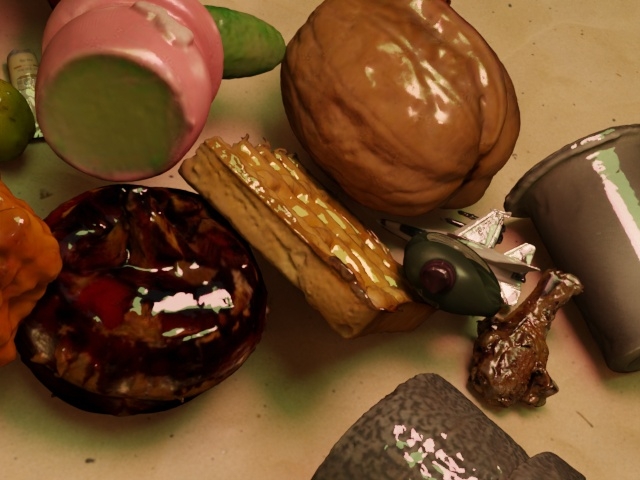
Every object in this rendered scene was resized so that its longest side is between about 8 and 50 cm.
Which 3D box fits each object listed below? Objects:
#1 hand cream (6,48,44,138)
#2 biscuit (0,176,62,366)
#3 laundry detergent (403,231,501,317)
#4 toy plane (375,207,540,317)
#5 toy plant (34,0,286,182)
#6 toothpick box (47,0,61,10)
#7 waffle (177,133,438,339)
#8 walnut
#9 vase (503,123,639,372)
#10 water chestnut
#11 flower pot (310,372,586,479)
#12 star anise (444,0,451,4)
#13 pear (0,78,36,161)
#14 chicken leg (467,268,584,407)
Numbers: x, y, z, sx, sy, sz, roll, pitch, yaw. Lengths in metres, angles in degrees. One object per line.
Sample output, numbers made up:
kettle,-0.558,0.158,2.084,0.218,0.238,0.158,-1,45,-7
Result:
hand cream,-0.388,-0.195,1.584,0.061,0.039,0.143,-7,62,-29
biscuit,-0.439,0.022,1.236,0.312,0.318,0.110,47,22,17
laundry detergent,0.165,0.048,1.477,0.144,0.078,0.221,39,7,4
toy plane,0.189,0.017,1.630,0.234,0.082,0.160,18,75,16
toy plant,-0.197,-0.213,1.415,0.317,0.211,0.356,25,25,-14
toothpick box,-0.333,-0.444,1.688,0.204,0.204,0.333,-16,60,-31
waffle,0.001,0.000,1.444,0.304,0.077,0.348,46,11,14
walnut,0.098,-0.196,1.620,0.306,0.306,0.344,-21,64,-33
vase,0.424,0.020,1.636,0.245,0.245,0.291,-12,67,-29
water chestnut,-0.196,0.047,1.316,0.300,0.300,0.300,11,51,-14
flower pot,0.142,0.329,1.251,0.283,0.299,0.299,37,48,25
star anise,0.173,-0.334,1.826,0.288,0.088,0.288,43,6,-6
pear,-0.423,-0.155,1.491,0.131,0.107,0.107,34,49,-5
chicken leg,0.263,0.126,1.547,0.125,0.080,0.196,15,71,10
